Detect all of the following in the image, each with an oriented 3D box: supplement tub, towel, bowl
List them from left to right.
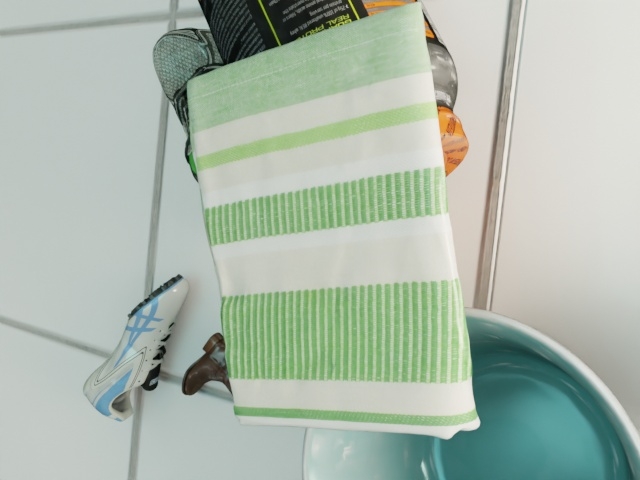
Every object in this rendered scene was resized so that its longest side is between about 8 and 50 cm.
[{"bbox_3d":[0.000,0.000,0.587,0.247,0.038,0.325,-7,94,35],"label":"towel"},{"bbox_3d":[0.004,-0.202,0.707,0.207,0.207,0.338,-33,71,30],"label":"supplement tub"},{"bbox_3d":[0.152,0.210,0.623,0.311,0.163,0.312,-1,88,35],"label":"bowl"}]

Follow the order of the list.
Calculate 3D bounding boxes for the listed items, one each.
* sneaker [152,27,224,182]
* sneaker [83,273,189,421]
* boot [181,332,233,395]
[{"bbox_3d":[-0.104,-0.139,0.820,0.134,0.146,0.343,-51,62,23],"label":"sneaker"},{"bbox_3d":[-0.238,0.146,0.959,0.086,0.085,0.237,36,108,2],"label":"sneaker"},{"bbox_3d":[-0.119,0.191,0.895,0.114,0.037,0.106,40,113,24],"label":"boot"}]
